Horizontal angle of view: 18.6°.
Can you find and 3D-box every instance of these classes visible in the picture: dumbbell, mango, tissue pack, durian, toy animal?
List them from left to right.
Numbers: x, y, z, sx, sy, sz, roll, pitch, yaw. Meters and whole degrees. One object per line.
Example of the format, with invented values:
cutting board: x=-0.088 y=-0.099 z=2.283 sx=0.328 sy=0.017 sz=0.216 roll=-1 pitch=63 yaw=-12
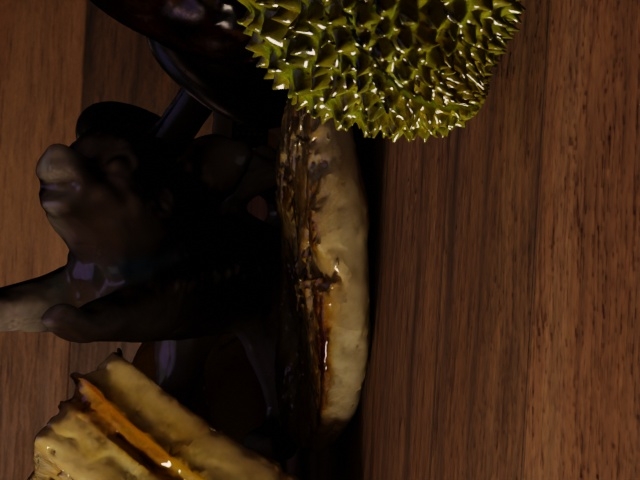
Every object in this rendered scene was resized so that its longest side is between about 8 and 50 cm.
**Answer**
toy animal: x=-0.136 y=0.000 z=1.745 sx=0.344 sy=0.194 sz=0.302 roll=42 pitch=-120 yaw=-46
dumbbell: x=-0.145 y=-0.136 z=2.102 sx=0.290 sy=0.192 sz=0.192 roll=-53 pitch=22 yaw=24
mango: x=-0.106 y=0.166 z=1.904 sx=0.295 sy=0.177 sz=0.120 roll=-102 pitch=4 yaw=-58
tissue pack: x=-0.082 y=-0.136 z=2.222 sx=0.042 sy=0.083 sz=0.062 roll=-105 pitch=19 yaw=-67
durian: x=0.029 y=-0.143 z=0.969 sx=0.159 sy=0.146 sz=0.198 roll=-101 pitch=11 yaw=-57

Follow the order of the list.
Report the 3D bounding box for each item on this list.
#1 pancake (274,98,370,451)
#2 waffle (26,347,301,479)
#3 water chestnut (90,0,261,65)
pancake: x=-0.002 y=0.000 z=1.554 sx=0.356 sy=0.065 sz=0.356 roll=177 pitch=90 yaw=-85
waffle: x=-0.118 y=0.218 z=1.593 sx=0.114 sy=0.261 sz=0.376 roll=-50 pitch=-2 yaw=-15
water chestnut: x=-0.096 y=-0.299 z=1.760 sx=0.244 sy=0.289 sz=0.289 roll=-7 pitch=79 yaw=51
